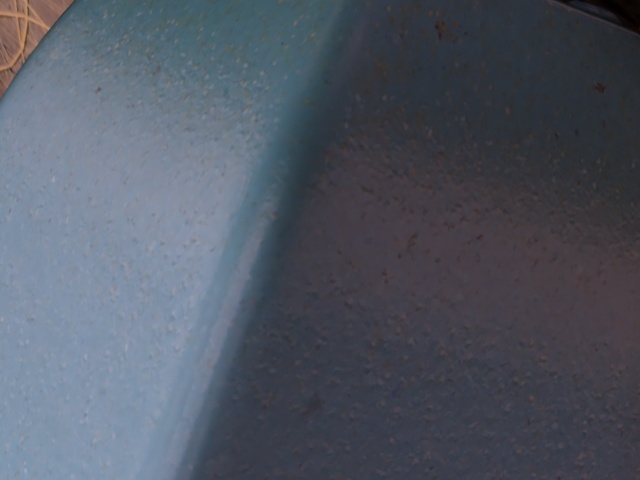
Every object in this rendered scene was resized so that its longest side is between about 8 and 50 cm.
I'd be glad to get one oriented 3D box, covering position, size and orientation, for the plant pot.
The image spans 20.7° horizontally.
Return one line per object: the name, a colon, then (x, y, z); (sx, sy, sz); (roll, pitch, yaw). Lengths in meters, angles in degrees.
plant pot: (0.000, 0.000, 0.719); (0.248, 0.247, 0.252); (27, 100, 53)
